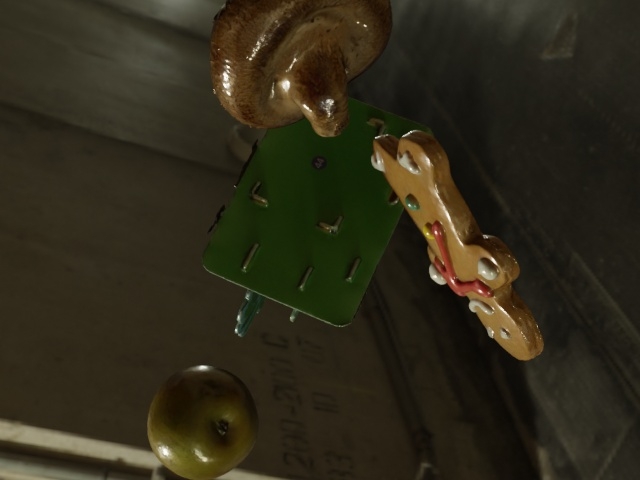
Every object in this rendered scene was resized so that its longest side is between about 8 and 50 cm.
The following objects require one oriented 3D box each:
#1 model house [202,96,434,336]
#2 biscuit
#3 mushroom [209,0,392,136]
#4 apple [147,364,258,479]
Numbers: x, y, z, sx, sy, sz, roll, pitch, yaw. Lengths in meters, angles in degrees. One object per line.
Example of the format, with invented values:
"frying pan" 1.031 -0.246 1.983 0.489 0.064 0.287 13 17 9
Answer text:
"model house" 0.000 0.000 1.482 0.313 0.242 0.358 84 -152 -67
"biscuit" 0.173 0.014 1.220 0.340 0.047 0.216 59 169 -10
"mushroom" -0.013 -0.124 0.604 0.126 0.109 0.085 -33 27 1
"apple" -0.090 0.143 0.757 0.074 0.089 0.090 -7 70 55
